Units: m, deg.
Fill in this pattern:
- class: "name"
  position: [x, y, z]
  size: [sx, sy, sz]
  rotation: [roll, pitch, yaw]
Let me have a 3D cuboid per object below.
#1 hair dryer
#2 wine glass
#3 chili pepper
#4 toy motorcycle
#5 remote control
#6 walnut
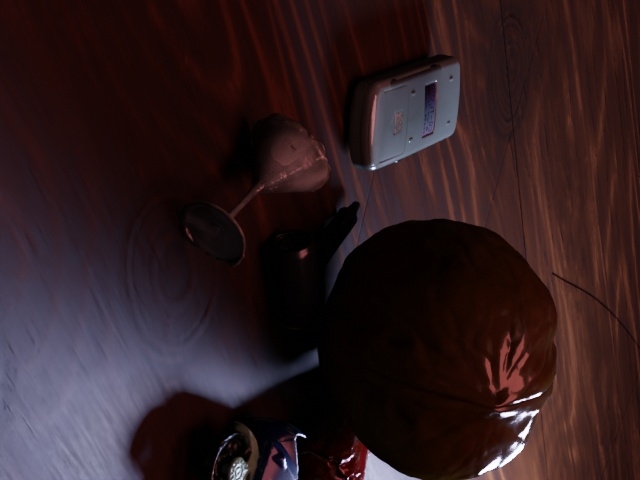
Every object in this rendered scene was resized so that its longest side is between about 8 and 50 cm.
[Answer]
- class: "hair dryer"
  position: [0.000, 0.000, 1.867]
  size: [0.255, 0.070, 0.128]
  rotation: [-57, 146, -48]
- class: "wine glass"
  position: [-0.082, -0.057, 1.623]
  size: [0.183, 0.122, 0.122]
  rotation: [-50, 142, -37]
- class: "chili pepper"
  position: [0.038, 0.304, 2.010]
  size: [0.144, 0.136, 0.252]
  rotation: [56, 35, -14]
- class: "toy motorcycle"
  position: [-0.083, 0.367, 1.791]
  size: [0.196, 0.125, 0.331]
  rotation: [-46, 135, -44]
- class: "remote control"
  position: [0.129, -0.195, 2.020]
  size: [0.296, 0.056, 0.140]
  rotation: [-27, 123, -55]
- class: "walnut"
  position: [0.159, 0.149, 1.856]
  size: [0.308, 0.398, 0.354]
  rotation: [-5, 105, -17]
